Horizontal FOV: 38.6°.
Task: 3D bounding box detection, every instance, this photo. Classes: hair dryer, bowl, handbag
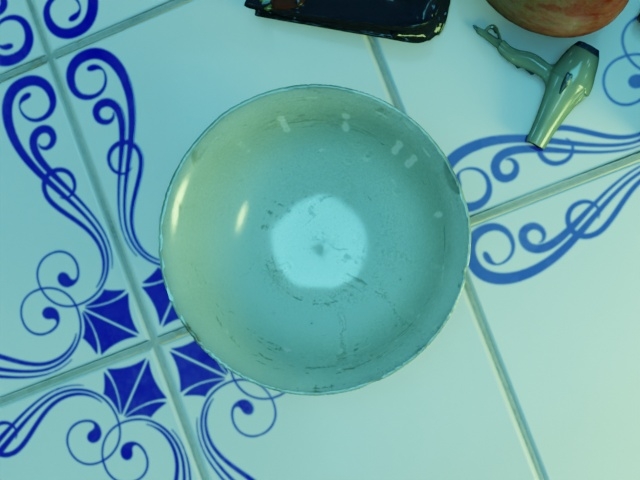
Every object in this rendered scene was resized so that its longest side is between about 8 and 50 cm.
[{"bbox_3d":[0.307,-0.233,1.387,0.199,0.067,0.167,16,97,18],"label":"hair dryer"},{"bbox_3d":[0.000,0.000,1.346,0.434,0.196,0.435,0,89,8],"label":"bowl"},{"bbox_3d":[0.051,-0.473,1.386,0.329,0.122,0.304,12,91,9],"label":"handbag"}]

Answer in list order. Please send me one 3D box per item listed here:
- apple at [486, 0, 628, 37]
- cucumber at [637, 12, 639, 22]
[{"bbox_3d":[0.329,-0.459,1.251,0.269,0.345,0.345,23,92,9],"label":"apple"},{"bbox_3d":[0.520,-0.356,1.350,0.064,0.064,0.112,38,94,6],"label":"cucumber"}]
